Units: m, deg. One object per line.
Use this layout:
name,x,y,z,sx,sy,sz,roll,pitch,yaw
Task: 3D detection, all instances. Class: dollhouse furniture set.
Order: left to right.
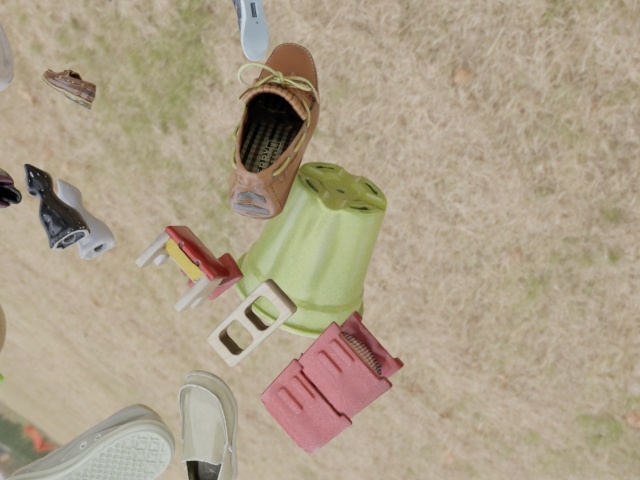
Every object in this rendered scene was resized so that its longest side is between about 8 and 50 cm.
dollhouse furniture set,-0.064,0.110,1.003,0.374,0.152,0.201,47,-172,7

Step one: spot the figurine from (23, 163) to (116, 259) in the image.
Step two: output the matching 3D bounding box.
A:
figurine,-0.596,-0.072,1.603,0.209,0.092,0.215,57,-178,14

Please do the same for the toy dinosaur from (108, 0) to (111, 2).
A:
toy dinosaur,-0.507,-0.627,1.475,0.064,0.268,0.118,-28,153,28

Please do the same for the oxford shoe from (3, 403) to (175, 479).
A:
oxford shoe,-0.471,0.452,1.274,0.169,0.449,0.130,59,-179,-22

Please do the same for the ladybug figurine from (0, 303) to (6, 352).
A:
ladybug figurine,-0.879,0.187,1.512,0.449,0.305,0.161,30,143,40

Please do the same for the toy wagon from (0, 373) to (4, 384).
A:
toy wagon,-0.627,0.157,1.090,0.267,0.068,0.344,45,121,6

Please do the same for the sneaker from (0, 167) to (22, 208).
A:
sneaker,-0.660,-0.097,1.371,0.163,0.106,0.281,12,-176,6

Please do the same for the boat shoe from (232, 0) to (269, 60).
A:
boat shoe,-0.162,-0.507,1.557,0.083,0.065,0.183,-146,51,-63

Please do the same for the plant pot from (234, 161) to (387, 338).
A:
plant pot,0.000,0.000,1.297,0.276,0.276,0.253,29,119,10

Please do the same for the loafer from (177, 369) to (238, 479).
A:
loafer,-0.207,0.366,1.251,0.102,0.092,0.268,-1,111,16

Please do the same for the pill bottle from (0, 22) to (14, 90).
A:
pill bottle,-0.760,-0.314,1.196,0.363,0.210,0.210,-18,139,2

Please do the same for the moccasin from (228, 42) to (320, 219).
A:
moccasin,-0.081,-0.218,1.164,0.139,0.380,0.147,15,143,5

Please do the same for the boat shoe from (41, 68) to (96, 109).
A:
boat shoe,-0.564,-0.354,1.539,0.178,0.060,0.064,32,-176,32
